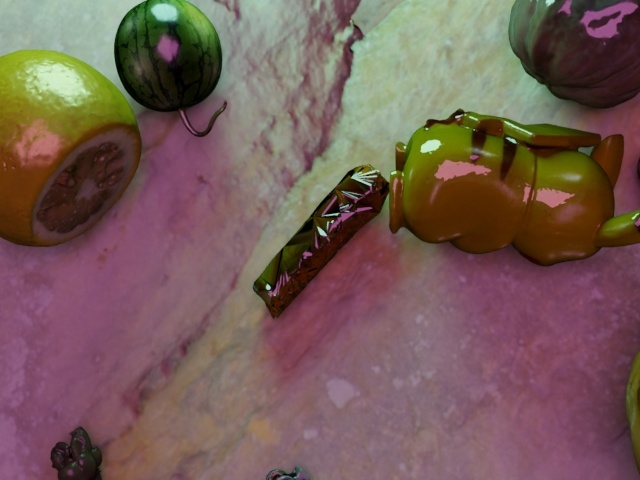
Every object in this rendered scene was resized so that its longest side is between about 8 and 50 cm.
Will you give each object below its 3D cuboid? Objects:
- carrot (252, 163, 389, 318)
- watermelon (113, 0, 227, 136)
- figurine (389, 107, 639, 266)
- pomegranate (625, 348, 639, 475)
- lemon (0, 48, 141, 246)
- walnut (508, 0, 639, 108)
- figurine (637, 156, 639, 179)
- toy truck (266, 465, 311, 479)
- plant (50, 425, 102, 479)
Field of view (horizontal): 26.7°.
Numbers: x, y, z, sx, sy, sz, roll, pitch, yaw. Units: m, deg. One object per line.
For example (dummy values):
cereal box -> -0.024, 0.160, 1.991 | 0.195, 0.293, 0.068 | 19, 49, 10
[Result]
carrot -> -0.001, -0.001, 1.727 | 0.069, 0.069, 0.228 | 42, 87, 7
watermelon -> -0.190, -0.219, 1.730 | 0.141, 0.141, 0.187 | -15, 85, 0
figurine -> 0.247, -0.066, 1.680 | 0.327, 0.218, 0.169 | 15, 123, -2
pomegranate -> 0.553, 0.198, 1.514 | 0.412, 0.411, 0.411 | 0, 82, 2
lemon -> -0.359, -0.127, 1.680 | 0.219, 0.240, 0.240 | 41, 85, 20
walnut -> 0.348, -0.278, 1.689 | 0.224, 0.224, 0.224 | 0, 82, 2
figurine -> 0.437, -0.089, 1.718 | 0.067, 0.083, 0.071 | 13, 45, 8
toy truck -> -0.050, 0.367, 1.671 | 0.100, 0.077, 0.169 | 35, 81, -7
plant -> -0.291, 0.322, 1.689 | 0.085, 0.087, 0.174 | -18, 85, -30
